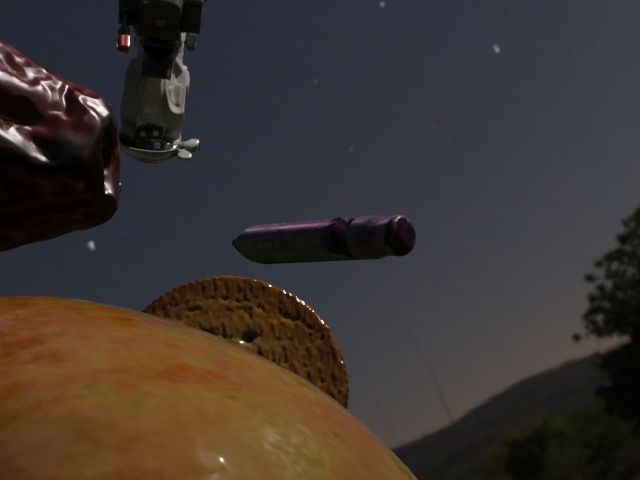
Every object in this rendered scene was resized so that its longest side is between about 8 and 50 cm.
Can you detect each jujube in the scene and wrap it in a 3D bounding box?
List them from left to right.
[{"bbox_3d":[-0.247,-0.068,0.733,0.236,0.168,0.168,7,-20,-3],"label":"jujube"}]

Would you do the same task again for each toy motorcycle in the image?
[{"bbox_3d":[-0.163,-0.165,1.109,0.102,0.150,0.221,7,-51,-5],"label":"toy motorcycle"}]

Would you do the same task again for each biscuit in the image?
[{"bbox_3d":[-0.114,0.180,1.383,0.305,0.305,0.038,-18,-27,-15],"label":"biscuit"}]

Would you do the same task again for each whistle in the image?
[{"bbox_3d":[0.000,0.000,0.823,0.033,0.033,0.176,-7,2,-42],"label":"whistle"}]

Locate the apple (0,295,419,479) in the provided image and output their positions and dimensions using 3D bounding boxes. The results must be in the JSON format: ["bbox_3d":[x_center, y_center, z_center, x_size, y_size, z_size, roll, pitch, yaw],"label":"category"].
[{"bbox_3d":[-0.105,0.222,0.440,0.400,0.400,0.333,-29,-42,21],"label":"apple"}]
